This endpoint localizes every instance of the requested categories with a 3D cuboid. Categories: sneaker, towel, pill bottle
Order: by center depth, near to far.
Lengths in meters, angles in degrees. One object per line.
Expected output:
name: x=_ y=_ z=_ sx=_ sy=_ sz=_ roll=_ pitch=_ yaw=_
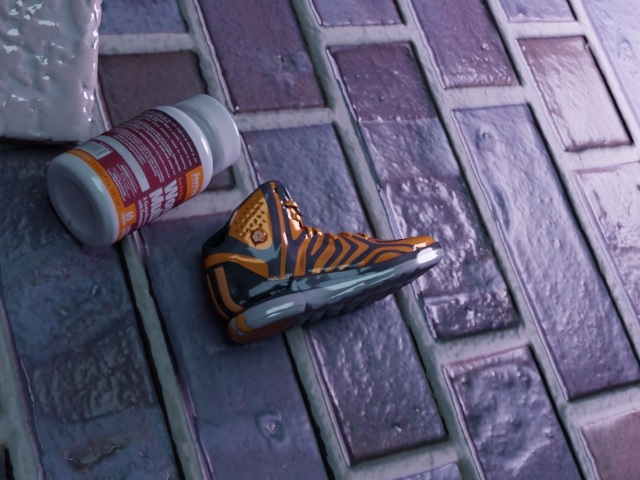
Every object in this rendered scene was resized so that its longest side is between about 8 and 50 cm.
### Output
towel: x=-0.411 y=-0.287 z=1.284 sx=0.317 sy=0.053 sz=0.331 roll=3 pitch=98 yaw=-25
pill bottle: x=-0.209 y=-0.090 z=1.333 sx=0.221 sy=0.121 sz=0.121 roll=-34 pitch=83 yaw=-35
sneaker: x=0.000 y=0.000 z=1.390 sx=0.321 sy=0.124 sz=0.180 roll=-14 pitch=73 yaw=-32
